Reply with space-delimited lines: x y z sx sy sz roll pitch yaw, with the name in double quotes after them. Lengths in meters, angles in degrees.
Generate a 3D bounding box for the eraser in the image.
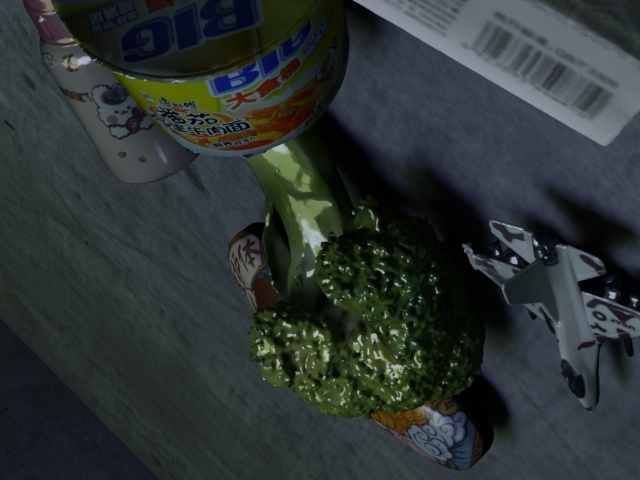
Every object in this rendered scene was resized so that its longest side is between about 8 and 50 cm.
0.009 -0.200 0.846 0.404 0.096 0.098 31 159 0 "eraser"

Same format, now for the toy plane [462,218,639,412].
0.183 0.051 1.176 0.160 0.082 0.234 21 164 33 "toy plane"

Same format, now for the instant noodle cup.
-0.067 -0.161 1.118 0.205 0.205 0.153 37 169 26 "instant noodle cup"

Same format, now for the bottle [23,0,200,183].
-0.189 -0.166 1.457 0.110 0.110 0.233 27 152 44 "bottle"

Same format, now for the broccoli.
0.006 0.032 1.324 0.302 0.186 0.254 53 170 -35 "broccoli"

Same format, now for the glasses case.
0.034 0.099 1.552 0.321 0.082 0.122 40 163 21 "glasses case"
